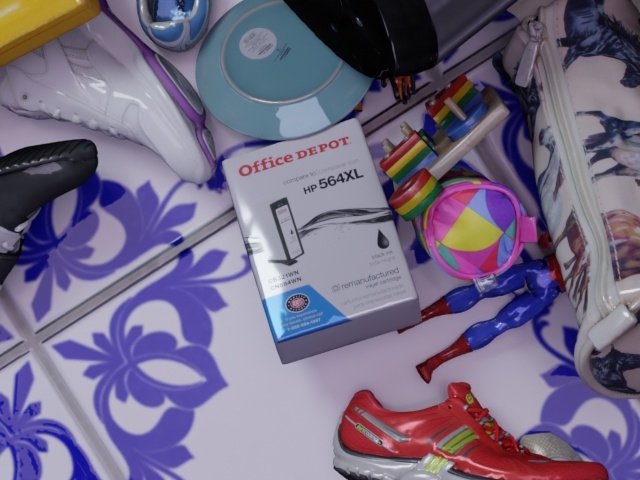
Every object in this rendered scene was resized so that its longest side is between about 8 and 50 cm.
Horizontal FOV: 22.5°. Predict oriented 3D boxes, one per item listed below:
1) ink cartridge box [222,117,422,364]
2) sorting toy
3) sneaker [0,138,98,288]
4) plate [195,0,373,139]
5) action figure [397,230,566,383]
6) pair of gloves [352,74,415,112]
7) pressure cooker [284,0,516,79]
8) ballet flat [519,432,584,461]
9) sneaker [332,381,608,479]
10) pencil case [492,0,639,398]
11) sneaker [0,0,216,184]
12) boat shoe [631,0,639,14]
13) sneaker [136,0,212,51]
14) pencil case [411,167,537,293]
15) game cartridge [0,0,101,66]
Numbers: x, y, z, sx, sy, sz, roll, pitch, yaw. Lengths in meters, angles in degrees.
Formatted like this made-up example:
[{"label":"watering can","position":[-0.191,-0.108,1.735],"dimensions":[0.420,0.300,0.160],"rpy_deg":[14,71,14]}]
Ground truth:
[{"label":"ink cartridge box","position":[0.000,0.000,1.594],"dimensions":[0.148,0.086,0.203],"rpy_deg":[-18,69,-1]},{"label":"sorting toy","position":[0.110,-0.104,1.538],"dimensions":[0.132,0.274,0.046],"rpy_deg":[-43,99,10]},{"label":"sneaker","position":[-0.347,0.006,1.613],"dimensions":[0.331,0.122,0.146],"rpy_deg":[-23,98,17]},{"label":"plate","position":[-0.036,-0.186,1.625],"dimensions":[0.188,0.024,0.188],"rpy_deg":[-4,62,7]},{"label":"action figure","position":[0.214,0.045,1.594],"dimensions":[0.280,0.139,0.091],"rpy_deg":[-28,88,-3]},{"label":"pair of gloves","position":[0.055,-0.172,1.668],"dimensions":[0.083,0.010,0.074],"rpy_deg":[-11,88,4]},{"label":"pressure cooker","position":[0.116,-0.401,1.489],"dimensions":[0.420,0.375,0.370],"rpy_deg":[-38,89,-7]},{"label":"ballet flat","position":[0.260,0.262,1.618],"dimensions":[0.057,0.052,0.168],"rpy_deg":[-36,86,1]},{"label":"sneaker","position":[0.147,0.199,1.583],"dimensions":[0.279,0.107,0.118],"rpy_deg":[7,76,16]},{"label":"pencil case","position":[0.272,-0.051,1.487],"dimensions":[0.184,0.160,0.410],"rpy_deg":[19,44,-29]},{"label":"sneaker","position":[-0.230,-0.152,1.635],"dimensions":[0.152,0.114,0.305],"rpy_deg":[-46,79,6]},{"label":"boat shoe","position":[0.369,-0.183,1.479],"dimensions":[0.103,0.092,0.285],"rpy_deg":[-32,81,6]},{"label":"sneaker","position":[-0.152,-0.312,1.643],"dimensions":[0.085,0.086,0.237],"rpy_deg":[-5,85,3]},{"label":"pencil case","position":[0.141,-0.017,1.545],"dimensions":[0.104,0.236,0.104],"rpy_deg":[0,97,-2]},{"label":"game cartridge","position":[-0.381,-0.303,1.564],"dimensions":[0.285,0.053,0.323],"rpy_deg":[-25,72,17]}]
